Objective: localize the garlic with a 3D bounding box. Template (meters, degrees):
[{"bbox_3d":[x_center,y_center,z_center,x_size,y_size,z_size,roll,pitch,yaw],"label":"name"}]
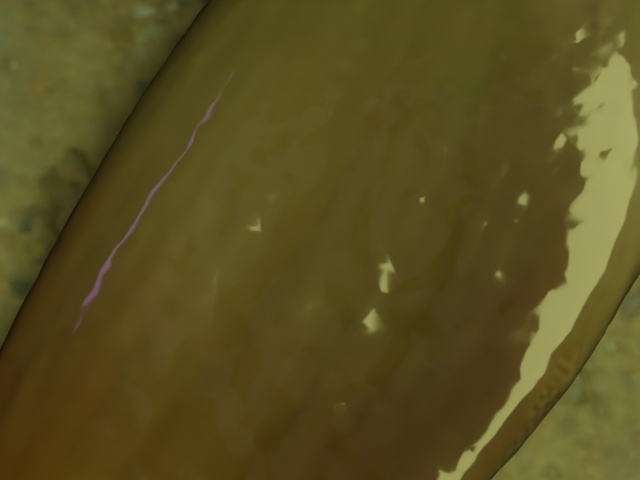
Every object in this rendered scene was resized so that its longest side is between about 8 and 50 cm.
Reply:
[{"bbox_3d":[0.009,0.004,0.512,0.143,0.112,0.318,30,69,10],"label":"garlic"}]
